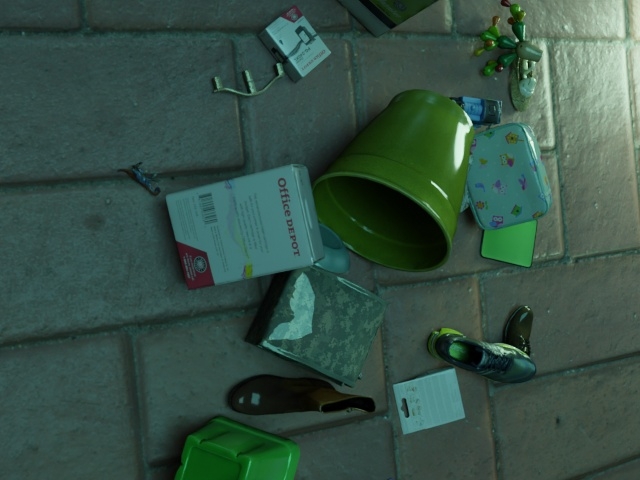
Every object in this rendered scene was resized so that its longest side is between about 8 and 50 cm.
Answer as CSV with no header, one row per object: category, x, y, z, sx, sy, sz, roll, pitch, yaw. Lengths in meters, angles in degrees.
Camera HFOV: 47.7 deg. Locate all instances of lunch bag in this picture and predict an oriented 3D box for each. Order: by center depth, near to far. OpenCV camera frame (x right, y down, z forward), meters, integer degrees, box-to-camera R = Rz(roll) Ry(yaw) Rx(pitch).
lunch bag,0.003,0.201,1.753,0.287,0.169,0.235,28,77,-16
lunch bag,0.489,-0.177,1.965,0.108,0.224,0.279,-27,99,-60

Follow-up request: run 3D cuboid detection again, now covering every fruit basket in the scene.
fruit basket,-0.172,0.614,1.655,0.392,0.283,0.392,-40,137,-54

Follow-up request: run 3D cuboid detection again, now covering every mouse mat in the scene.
mouse mat,0.546,-0.009,2.092,0.189,0.007,0.152,13,83,-25

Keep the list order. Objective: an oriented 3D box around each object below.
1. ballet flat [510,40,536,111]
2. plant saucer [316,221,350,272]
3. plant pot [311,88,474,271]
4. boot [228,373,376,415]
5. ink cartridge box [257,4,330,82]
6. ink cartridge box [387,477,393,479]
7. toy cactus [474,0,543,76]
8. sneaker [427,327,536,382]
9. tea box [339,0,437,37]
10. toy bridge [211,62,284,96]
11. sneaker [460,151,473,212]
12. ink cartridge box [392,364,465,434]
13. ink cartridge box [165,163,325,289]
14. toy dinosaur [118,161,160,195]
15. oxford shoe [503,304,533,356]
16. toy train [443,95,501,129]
ballet flat,0.590,-0.479,2.092,0.073,0.067,0.206,-5,91,-25
plant saucer,0.000,0.000,1.752,0.195,0.195,0.037,24,115,-22
plant pot,0.212,-0.171,1.783,0.366,0.366,0.353,39,63,-18
boot,-0.049,0.377,1.661,0.264,0.280,0.096,8,85,-24
ink cartridge box,-0.063,-0.487,1.800,0.109,0.063,0.150,-45,105,-19
ink cartridge box,0.162,0.798,1.867,0.186,0.065,0.311,-17,94,-24
toy cactus,0.540,-0.557,2.034,0.180,0.112,0.219,22,82,3
sneaker,0.438,0.321,1.934,0.300,0.121,0.111,14,91,-5
tea box,0.152,-0.724,1.762,0.329,0.323,0.220,39,74,-19
toy bridge,-0.174,-0.384,1.767,0.188,0.026,0.063,-19,97,-23
sneaker,0.361,-0.133,1.948,0.092,0.088,0.225,14,108,-20
ink cartridge box,0.290,0.431,1.956,0.179,0.045,0.145,-13,95,-6
ink cartridge box,-0.165,-0.030,1.624,0.306,0.131,0.226,-11,93,12
toy dinosaur,-0.404,-0.138,1.661,0.090,0.047,0.082,-14,105,9
oxford shoe,0.566,0.292,2.044,0.083,0.096,0.227,24,78,-20
toy train,0.402,-0.354,1.983,0.184,0.105,0.080,4,87,-24
